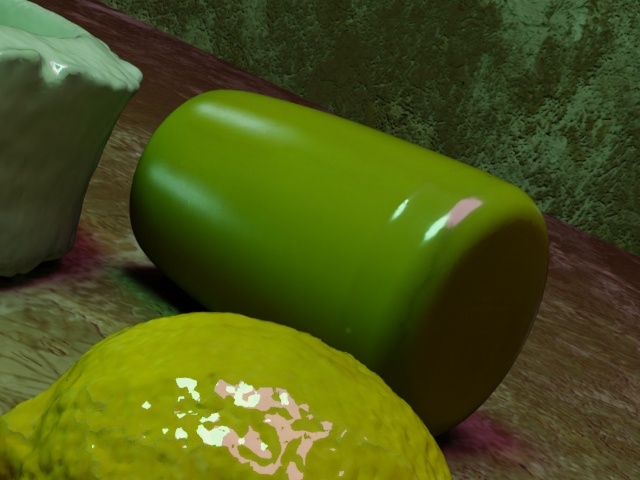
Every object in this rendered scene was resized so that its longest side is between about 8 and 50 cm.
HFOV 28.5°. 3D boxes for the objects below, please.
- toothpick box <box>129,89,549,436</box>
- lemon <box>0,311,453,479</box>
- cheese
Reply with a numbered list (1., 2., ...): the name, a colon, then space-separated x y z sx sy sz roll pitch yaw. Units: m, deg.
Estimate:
1. toothpick box: 0.000 0.000 0.849 0.271 0.175 0.175 28 12 33
2. lemon: -0.024 0.100 0.427 0.187 0.142 0.142 29 12 -1
3. cheese: -0.283 -0.097 0.764 0.292 0.153 0.332 25 13 10
